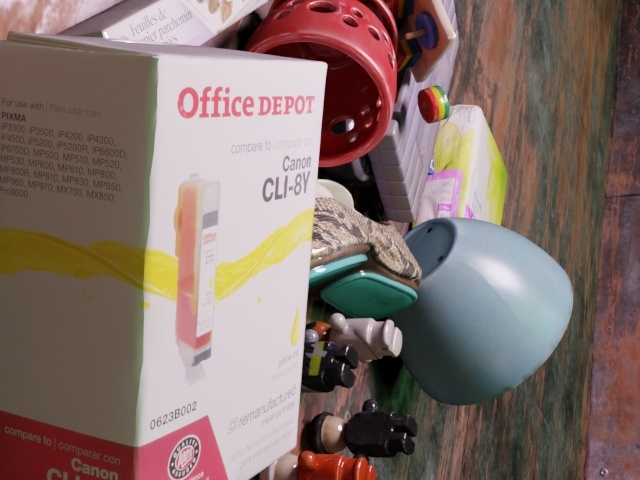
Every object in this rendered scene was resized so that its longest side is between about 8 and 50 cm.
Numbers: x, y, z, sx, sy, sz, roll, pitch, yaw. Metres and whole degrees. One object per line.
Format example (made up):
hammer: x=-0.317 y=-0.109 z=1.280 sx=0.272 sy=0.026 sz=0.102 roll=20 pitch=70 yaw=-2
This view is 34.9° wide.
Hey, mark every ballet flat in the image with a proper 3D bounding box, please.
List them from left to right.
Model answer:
ballet flat: x=0.000 y=0.000 z=1.277 sx=0.483 sy=0.164 sz=0.182 roll=16 pitch=51 yaw=-69

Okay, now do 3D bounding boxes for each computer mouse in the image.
computer mouse: x=0.041 y=-0.126 z=1.444 sx=0.272 sy=0.072 sz=0.188 roll=27 pitch=60 yaw=-74

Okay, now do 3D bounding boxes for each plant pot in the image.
plant pot: x=0.001 y=-0.214 z=1.229 sx=0.174 sy=0.191 sz=0.191 roll=-79 pitch=152 yaw=-44
plant pot: x=0.208 y=0.078 z=1.556 sx=0.195 sy=0.290 sz=0.290 roll=45 pitch=45 yaw=-29

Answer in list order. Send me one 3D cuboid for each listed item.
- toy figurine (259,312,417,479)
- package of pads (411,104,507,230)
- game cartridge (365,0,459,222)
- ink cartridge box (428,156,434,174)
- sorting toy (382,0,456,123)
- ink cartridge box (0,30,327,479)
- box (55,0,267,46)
toy figurine: x=0.010 y=0.201 z=1.255 sx=0.213 sy=0.148 sz=0.210 roll=-26 pitch=109 yaw=-60
package of pads: x=0.252 y=-0.068 z=1.824 sx=0.229 sy=0.101 sz=0.296 roll=56 pitch=39 yaw=-49
game cartridge: x=0.136 y=-0.229 z=1.484 sx=0.230 sy=0.068 sz=0.355 roll=75 pitch=27 yaw=-58
ink cartridge box: x=0.151 y=-0.216 z=1.692 sx=0.097 sy=0.046 sz=0.207 roll=12 pitch=77 yaw=-62
sorting toy: x=0.104 y=-0.289 z=1.292 sx=0.132 sy=0.046 sz=0.274 roll=130 pitch=-60 yaw=-71
ink cartridge box: x=-0.134 y=0.025 z=0.880 sx=0.279 sy=0.160 sz=0.385 roll=-17 pitch=113 yaw=-62
box: x=-0.153 y=-0.230 z=1.050 sx=0.324 sy=0.067 sz=0.063 roll=-52 pitch=133 yaw=-54
